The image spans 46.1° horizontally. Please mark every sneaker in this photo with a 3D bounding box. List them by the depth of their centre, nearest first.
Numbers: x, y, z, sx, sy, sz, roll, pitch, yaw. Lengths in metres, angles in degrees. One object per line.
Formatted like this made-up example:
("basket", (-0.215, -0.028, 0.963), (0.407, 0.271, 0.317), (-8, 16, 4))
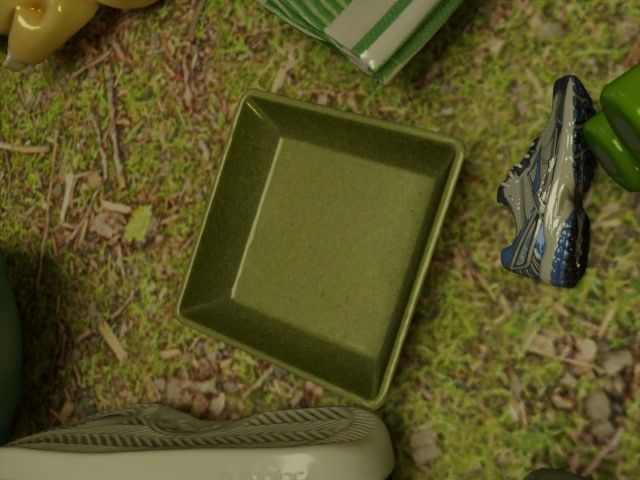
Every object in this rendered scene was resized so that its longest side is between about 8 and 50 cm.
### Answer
("sneaker", (0.140, -0.040, 0.479), (0.058, 0.052, 0.135), (6, 85, 35))
("sneaker", (-0.107, 0.204, 0.540), (0.350, 0.131, 0.148), (-7, 93, 33))

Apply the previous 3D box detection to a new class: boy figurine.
("boy figurine", (-0.257, -0.251, 0.695), (0.285, 0.092, 0.177), (-5, 83, 27))

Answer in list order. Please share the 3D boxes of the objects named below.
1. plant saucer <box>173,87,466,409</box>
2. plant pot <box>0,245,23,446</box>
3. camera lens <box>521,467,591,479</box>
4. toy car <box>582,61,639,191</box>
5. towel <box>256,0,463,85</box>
("plant saucer", (0.000, 0.000, 0.551), (0.188, 0.045, 0.188), (19, 93, 29))
("plant pot", (-0.379, 0.141, 0.626), (0.293, 0.293, 0.196), (-9, 106, 27))
("camera lens", (0.106, 0.281, 0.358), (0.219, 0.219, 0.274), (37, 101, 27))
("toy car", (0.256, -0.037, 0.374), (0.155, 0.149, 0.188), (-35, 80, 9))
("towel", (0.009, -0.281, 0.562), (0.248, 0.038, 0.325), (-47, 62, -2))
